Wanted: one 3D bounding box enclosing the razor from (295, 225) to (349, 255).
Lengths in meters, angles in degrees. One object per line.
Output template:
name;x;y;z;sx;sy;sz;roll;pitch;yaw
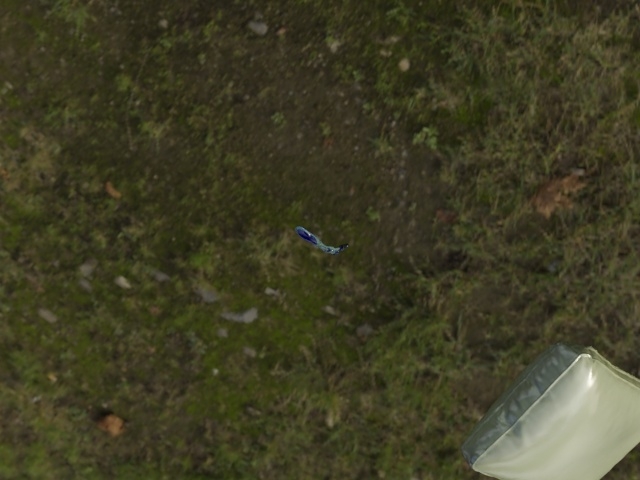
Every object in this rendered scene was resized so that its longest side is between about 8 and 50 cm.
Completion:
razor;0.001;0.004;1.873;0.044;0.028;0.155;-33;142;26

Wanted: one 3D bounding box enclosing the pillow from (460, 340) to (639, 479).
pillow;0.384;0.286;1.366;0.322;0.120;0.255;28;107;-43
